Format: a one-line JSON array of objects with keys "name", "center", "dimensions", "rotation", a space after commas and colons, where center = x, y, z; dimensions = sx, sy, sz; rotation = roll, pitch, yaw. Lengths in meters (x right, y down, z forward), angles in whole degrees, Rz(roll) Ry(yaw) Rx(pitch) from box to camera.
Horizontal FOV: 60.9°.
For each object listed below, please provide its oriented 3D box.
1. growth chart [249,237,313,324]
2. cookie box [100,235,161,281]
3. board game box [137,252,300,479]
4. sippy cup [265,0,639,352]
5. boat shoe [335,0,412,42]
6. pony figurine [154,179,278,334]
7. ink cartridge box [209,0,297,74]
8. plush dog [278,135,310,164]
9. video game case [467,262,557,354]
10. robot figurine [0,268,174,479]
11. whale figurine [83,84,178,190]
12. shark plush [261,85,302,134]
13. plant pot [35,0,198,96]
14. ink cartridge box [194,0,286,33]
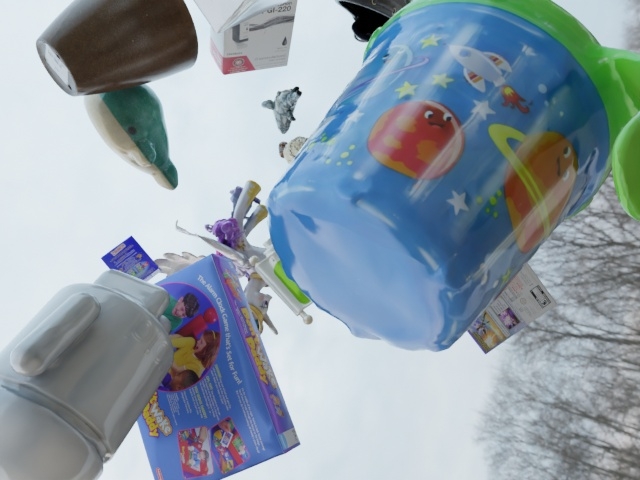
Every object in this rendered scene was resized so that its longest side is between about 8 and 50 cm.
[{"name": "growth chart", "center": [0.000, 0.000, 0.869], "dimensions": [0.237, 0.172, 0.021], "rotation": [-53, -21, -2]}, {"name": "cookie box", "center": [-0.454, 0.057, 1.310], "dimensions": [0.092, 0.107, 0.040], "rotation": [-39, -8, -16]}, {"name": "board game box", "center": [-0.209, 0.230, 0.933], "dimensions": [0.347, 0.233, 0.078], "rotation": [67, -168, 16]}, {"name": "sippy cup", "center": [0.083, -0.043, 0.432], "dimensions": [0.224, 0.240, 0.305], "rotation": [-48, -8, -30]}, {"name": "boat shoe", "center": [0.159, -0.553, 1.352], "dimensions": [0.500, 0.187, 0.155], "rotation": [10, -81, -67]}, {"name": "pony figurine", "center": [-0.207, 0.033, 1.382], "dimensions": [0.351, 0.303, 0.363], "rotation": [30, -121, -13]}, {"name": "ink cartridge box", "center": [-0.139, -0.463, 1.121], "dimensions": [0.159, 0.092, 0.218], "rotation": [-16, -31, -22]}, {"name": "plush dog", "center": [-0.045, -0.282, 1.973], "dimensions": [0.225, 0.263, 0.210], "rotation": [49, -130, -41]}, {"name": "video game case", "center": [0.477, 0.143, 1.518], "dimensions": [0.244, 0.061, 0.269], "rotation": [-38, -78, 7]}, {"name": "robot figurine", "center": [-0.339, 0.199, 0.742], "dimensions": [0.353, 0.200, 0.299], "rotation": [-63, -13, -45]}, {"name": "whale figurine", "center": [-0.379, -0.233, 1.178], "dimensions": [0.141, 0.216, 0.272], "rotation": [-37, -45, -3]}, {"name": "shark plush", "center": [-0.056, -0.268, 1.098], "dimensions": [0.073, 0.161, 0.067], "rotation": [-10, -93, -31]}, {"name": "plant pot", "center": [-0.384, -0.366, 0.996], "dimensions": [0.230, 0.215, 0.215], "rotation": [-42, -47, -30]}, {"name": "ink cartridge box", "center": [-0.133, -0.459, 0.751], "dimensions": [0.201, 0.117, 0.278], "rotation": [-44, -74, -37]}]
